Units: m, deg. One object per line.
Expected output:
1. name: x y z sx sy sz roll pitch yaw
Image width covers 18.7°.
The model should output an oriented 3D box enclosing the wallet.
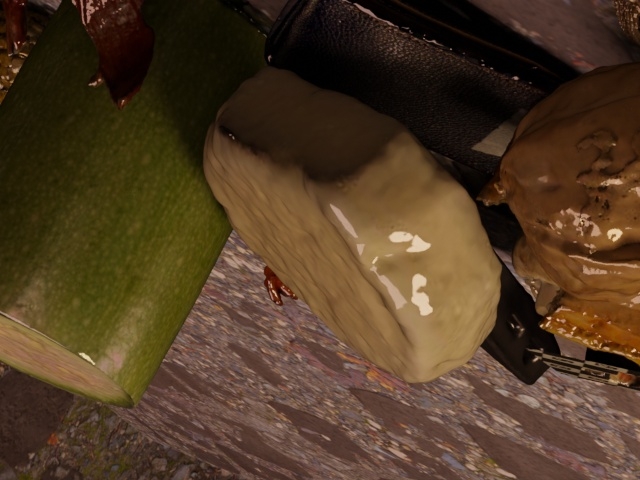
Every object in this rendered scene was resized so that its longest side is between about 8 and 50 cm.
1. wallet: 0.091 -0.151 1.673 0.262 0.071 0.221 28 160 -6

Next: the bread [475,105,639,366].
1. bread: 0.304 0.037 1.583 0.380 0.185 0.109 25 165 1

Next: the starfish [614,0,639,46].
1. starfish: 0.213 -0.177 1.383 0.130 0.041 0.133 24 175 4

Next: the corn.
1. corn: -0.390 -0.214 2.242 0.318 0.115 0.115 13 157 47

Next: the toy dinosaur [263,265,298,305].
1. toy dinosaur: 0.000 0.000 2.224 0.432 0.097 0.208 30 151 -11

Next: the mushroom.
1. mushroom: 0.251 0.034 1.847 0.148 0.112 0.148 35 163 13

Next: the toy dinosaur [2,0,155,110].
1. toy dinosaur: -0.254 -0.267 1.715 0.207 0.113 0.327 -9 98 35

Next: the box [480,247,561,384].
1. box: 0.105 0.001 1.965 0.289 0.073 0.290 44 176 41

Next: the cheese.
1. cheese: 0.025 -0.019 1.699 0.318 0.115 0.326 46 163 11

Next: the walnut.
1. walnut: 0.259 -0.041 1.447 0.245 0.198 0.198 -7 154 11

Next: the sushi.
1. sushi: 0.308 0.118 1.882 0.193 0.040 0.210 12 173 16

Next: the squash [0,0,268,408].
1. squash: -0.203 -0.061 1.880 0.263 0.384 0.263 25 165 7
